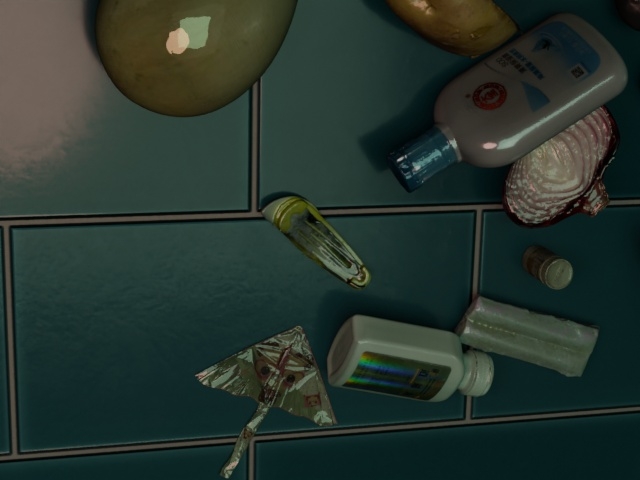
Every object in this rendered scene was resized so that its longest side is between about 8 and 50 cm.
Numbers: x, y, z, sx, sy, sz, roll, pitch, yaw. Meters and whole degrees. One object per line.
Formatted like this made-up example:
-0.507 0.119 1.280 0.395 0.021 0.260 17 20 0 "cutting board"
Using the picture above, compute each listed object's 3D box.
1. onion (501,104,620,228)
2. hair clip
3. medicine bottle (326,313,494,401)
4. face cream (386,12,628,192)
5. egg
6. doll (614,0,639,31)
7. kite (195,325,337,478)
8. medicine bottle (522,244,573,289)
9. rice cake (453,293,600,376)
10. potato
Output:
0.344 -0.099 1.787 0.151 0.098 0.206 44 92 3 "onion"
0.000 0.000 1.760 0.188 0.033 0.060 43 88 -17 "hair clip"
0.133 0.175 1.801 0.229 0.083 0.121 11 136 -18 "medicine bottle"
0.244 -0.179 1.720 0.337 0.163 0.080 -32 144 -5 "face cream"
-0.144 -0.288 1.553 0.218 0.218 0.295 44 79 -20 "egg"
0.512 -0.359 1.727 0.234 0.143 0.135 18 74 12 "doll"
-0.078 0.235 1.813 0.229 0.012 0.250 24 98 -18 "kite"
0.329 0.039 1.829 0.047 0.083 0.047 -4 105 -14 "medicine bottle"
0.308 0.141 1.872 0.226 0.040 0.085 16 100 -18 "rice cake"
0.166 -0.310 1.671 0.243 0.138 0.098 35 98 -17 "potato"
